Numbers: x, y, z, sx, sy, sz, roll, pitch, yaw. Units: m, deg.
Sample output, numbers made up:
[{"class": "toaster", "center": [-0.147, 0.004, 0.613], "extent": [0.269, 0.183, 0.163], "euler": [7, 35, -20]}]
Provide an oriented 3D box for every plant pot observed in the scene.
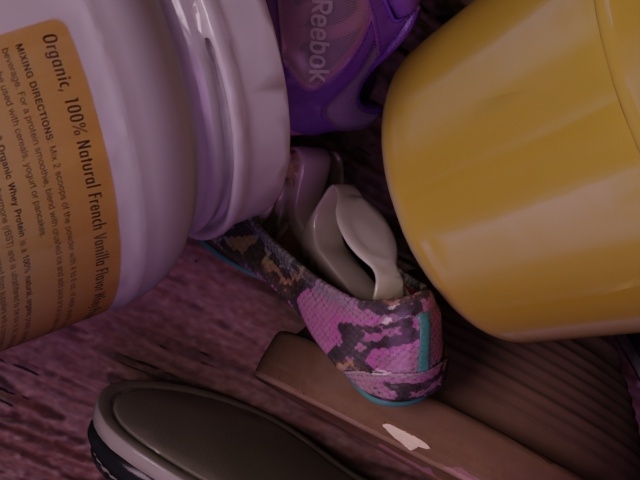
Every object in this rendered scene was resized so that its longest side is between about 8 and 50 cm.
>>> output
[{"class": "plant pot", "center": [0.168, -0.061, 0.859], "extent": [0.239, 0.254, 0.254], "euler": [-21, 126, 39]}, {"class": "plant pot", "center": [0.092, 0.085, 1.017], "extent": [0.237, 0.237, 0.109], "euler": [32, 83, -20]}]

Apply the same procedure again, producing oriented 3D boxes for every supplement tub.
[{"class": "supplement tub", "center": [-0.195, -0.051, 0.817], "extent": [0.316, 0.228, 0.228], "euler": [-20, 132, -22]}]

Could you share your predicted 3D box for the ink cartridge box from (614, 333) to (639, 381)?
[{"class": "ink cartridge box", "center": [0.263, 0.135, 1.014], "extent": [0.206, 0.208, 0.045], "euler": [39, 105, -24]}]

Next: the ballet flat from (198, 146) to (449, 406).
[{"class": "ballet flat", "center": [0.000, 0.000, 0.942], "extent": [0.077, 0.221, 0.079], "euler": [-6, 120, -29]}]

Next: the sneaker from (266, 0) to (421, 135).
[{"class": "sneaker", "center": [0.002, -0.139, 0.894], "extent": [0.105, 0.095, 0.236], "euler": [4, 134, -7]}]

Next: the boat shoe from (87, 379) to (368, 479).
[{"class": "boat shoe", "center": [-0.008, 0.196, 1.134], "extent": [0.340, 0.127, 0.113], "euler": [24, 115, -26]}]
